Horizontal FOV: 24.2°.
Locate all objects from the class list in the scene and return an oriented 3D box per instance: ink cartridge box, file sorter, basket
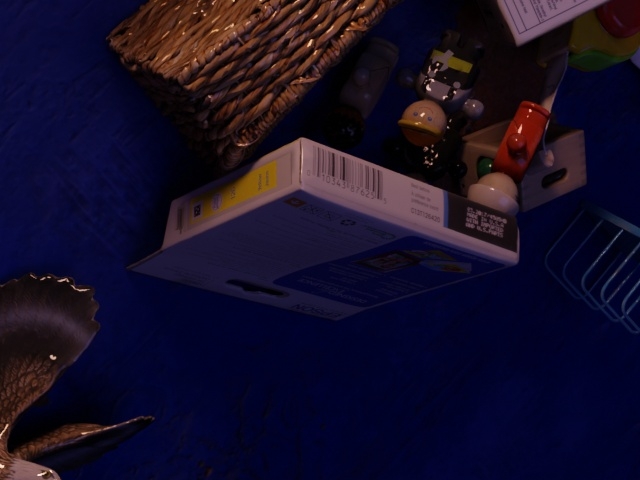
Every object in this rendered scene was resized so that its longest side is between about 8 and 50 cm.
[{"bbox_3d":[0.000,0.000,1.605,0.303,0.307,0.072,16,68,-37],"label":"ink cartridge box"},{"bbox_3d":[0.389,0.044,1.924,0.104,0.170,0.118,-49,127,-3],"label":"file sorter"},{"bbox_3d":[-0.020,-0.204,1.522,0.299,0.213,0.223,-46,126,-10],"label":"basket"}]

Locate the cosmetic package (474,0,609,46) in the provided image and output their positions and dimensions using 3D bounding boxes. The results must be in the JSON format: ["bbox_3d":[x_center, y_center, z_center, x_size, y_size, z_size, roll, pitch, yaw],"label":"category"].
[{"bbox_3d":[0.306,-0.348,1.666,0.296,0.129,0.153,-25,102,-1],"label":"cosmetic package"}]

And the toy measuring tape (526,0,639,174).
[{"bbox_3d":[0.317,-0.207,1.767,0.121,0.121,0.330,36,59,-38],"label":"toy measuring tape"}]

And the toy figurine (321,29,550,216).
[{"bbox_3d":[0.122,-0.118,1.652,0.209,0.213,0.148,40,68,-37],"label":"toy figurine"}]

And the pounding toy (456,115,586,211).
[{"bbox_3d":[0.225,-0.078,1.801,0.141,0.130,0.100,-23,117,-33],"label":"pounding toy"}]

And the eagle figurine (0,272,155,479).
[{"bbox_3d":[-0.328,0.209,1.525,0.298,0.225,0.226,-55,179,-41],"label":"eagle figurine"}]

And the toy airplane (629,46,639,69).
[{"bbox_3d":[0.572,-0.295,1.845,0.386,0.272,0.384,-9,103,-12],"label":"toy airplane"}]
